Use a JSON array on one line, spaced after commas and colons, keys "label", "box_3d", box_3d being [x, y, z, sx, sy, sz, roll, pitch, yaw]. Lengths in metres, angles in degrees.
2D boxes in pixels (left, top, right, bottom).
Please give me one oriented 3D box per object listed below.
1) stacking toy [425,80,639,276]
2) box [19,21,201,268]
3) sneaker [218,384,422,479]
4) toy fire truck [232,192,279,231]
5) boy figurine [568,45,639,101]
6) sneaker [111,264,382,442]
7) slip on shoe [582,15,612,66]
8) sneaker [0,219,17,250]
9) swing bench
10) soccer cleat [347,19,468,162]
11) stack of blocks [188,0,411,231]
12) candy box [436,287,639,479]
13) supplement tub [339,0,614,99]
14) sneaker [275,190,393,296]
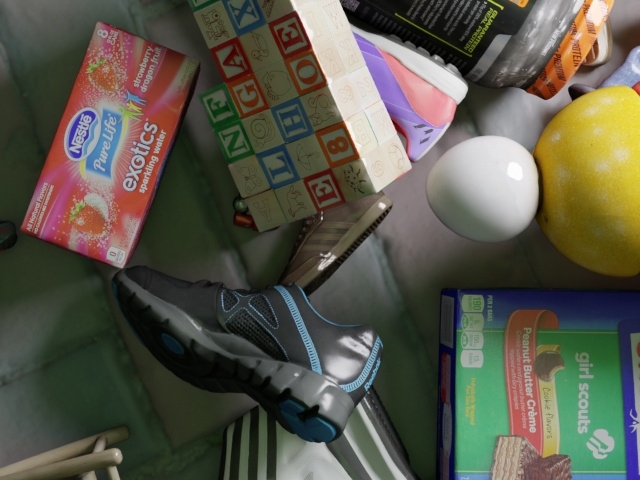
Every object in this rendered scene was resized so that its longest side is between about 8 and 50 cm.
[{"label": "stacking toy", "box_3d": [0.352, -0.073, 1.508, 0.479, 0.350, 0.351, 0, 92, -5]}, {"label": "box", "box_3d": [-0.239, -0.107, 1.584, 0.128, 0.122, 0.257, 21, 90, -4]}, {"label": "sneaker", "box_3d": [0.026, 0.385, 1.623, 0.257, 0.169, 0.447, -28, 86, 5]}, {"label": "toy fire truck", "box_3d": [-0.024, -0.098, 1.641, 0.135, 0.047, 0.192, 12, 91, -6]}, {"label": "boy figurine", "box_3d": [0.436, -0.229, 1.646, 0.285, 0.092, 0.177, -39, 126, -4]}, {"label": "sneaker", "box_3d": [-0.088, 0.106, 1.582, 0.341, 0.125, 0.140, 27, 61, 22]}, {"label": "slip on shoe", "box_3d": [0.330, -0.279, 1.672, 0.041, 0.051, 0.135, -5, 82, -44]}, {"label": "sneaker", "box_3d": [-0.472, -0.057, 1.577, 0.261, 0.104, 0.125, 15, 88, -5]}, {"label": "swing bench", "box_3d": [-0.311, 0.378, 1.571, 0.254, 0.165, 0.253, -17, 93, -4]}, {"label": "soccer cleat", "box_3d": [0.009, -0.204, 1.579, 0.318, 0.108, 0.116, 28, 90, 13]}, {"label": "stack of blocks", "box_3d": [-0.043, -0.176, 1.516, 0.171, 0.087, 0.297, -17, 101, 36]}, {"label": "candy box", "box_3d": [0.306, 0.190, 1.640, 0.317, 0.122, 0.268, 1, 90, -6]}, {"label": "supplement tub", "box_3d": [0.154, -0.310, 1.571, 0.338, 0.207, 0.207, 29, 89, -5]}, {"label": "sneaker", "box_3d": [0.000, 0.000, 1.647, 0.188, 0.066, 0.071, -44, 78, -8]}]
